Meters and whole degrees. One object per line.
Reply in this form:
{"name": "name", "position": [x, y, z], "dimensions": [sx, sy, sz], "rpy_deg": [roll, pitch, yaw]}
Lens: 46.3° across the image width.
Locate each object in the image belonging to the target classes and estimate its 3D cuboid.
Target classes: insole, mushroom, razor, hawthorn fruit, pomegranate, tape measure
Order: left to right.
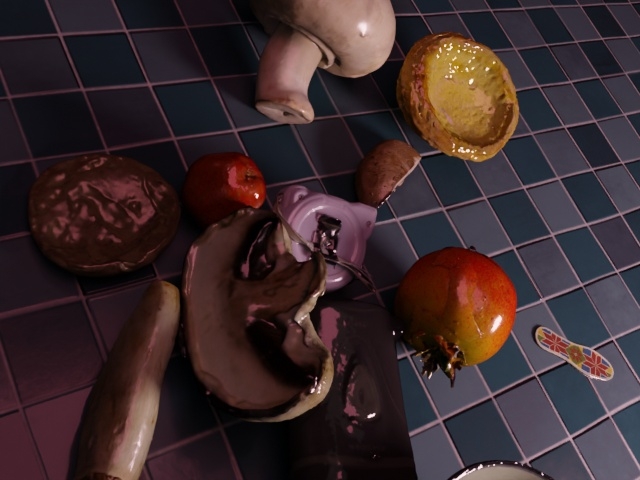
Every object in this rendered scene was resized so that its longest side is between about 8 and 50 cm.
{"name": "mushroom", "position": [-0.264, 0.212, 1.020], "dimensions": [0.087, 0.107, 0.333], "rpy_deg": [48, 39, -45]}
{"name": "hawthorn fruit", "position": [-0.155, -0.084, 1.228], "dimensions": [0.133, 0.137, 0.133], "rpy_deg": [34, 47, -46]}
{"name": "mushroom", "position": [-0.085, 0.116, 1.110], "dimensions": [0.247, 0.130, 0.344], "rpy_deg": [-30, 57, 0]}
{"name": "tape measure", "position": [0.002, 0.004, 1.259], "dimensions": [0.196, 0.105, 0.179], "rpy_deg": [9, 83, -30]}
{"name": "mushroom", "position": [0.007, -0.419, 1.426], "dimensions": [0.315, 0.315, 0.356], "rpy_deg": [6, 52, -25]}
{"name": "razor", "position": [0.044, 0.259, 1.149], "dimensions": [0.204, 0.113, 0.349], "rpy_deg": [11, 56, -22]}
{"name": "mushroom", "position": [0.126, -0.137, 1.458], "dimensions": [0.094, 0.072, 0.210], "rpy_deg": [39, 51, 9]}
{"name": "pomegranate", "position": [0.226, 0.122, 1.270], "dimensions": [0.210, 0.210, 0.235], "rpy_deg": [29, 52, -10]}
{"name": "insole", "position": [0.503, 0.225, 1.481], "dimensions": [0.193, 0.006, 0.065], "rpy_deg": [29, 52, -10]}

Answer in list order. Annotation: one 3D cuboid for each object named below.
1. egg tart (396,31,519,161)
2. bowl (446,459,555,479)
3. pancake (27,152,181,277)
{"name": "egg tart", "position": [0.277, -0.293, 1.575], "dimensions": [0.294, 0.123, 0.294], "rpy_deg": [5, 79, -26]}
{"name": "bowl", "position": [0.238, 0.508, 1.056], "dimensions": [0.353, 0.185, 0.354], "rpy_deg": [13, 56, -21]}
{"name": "pancake", "position": [-0.341, -0.041, 1.171], "dimensions": [0.241, 0.050, 0.242], "rpy_deg": [12, 50, -14]}
